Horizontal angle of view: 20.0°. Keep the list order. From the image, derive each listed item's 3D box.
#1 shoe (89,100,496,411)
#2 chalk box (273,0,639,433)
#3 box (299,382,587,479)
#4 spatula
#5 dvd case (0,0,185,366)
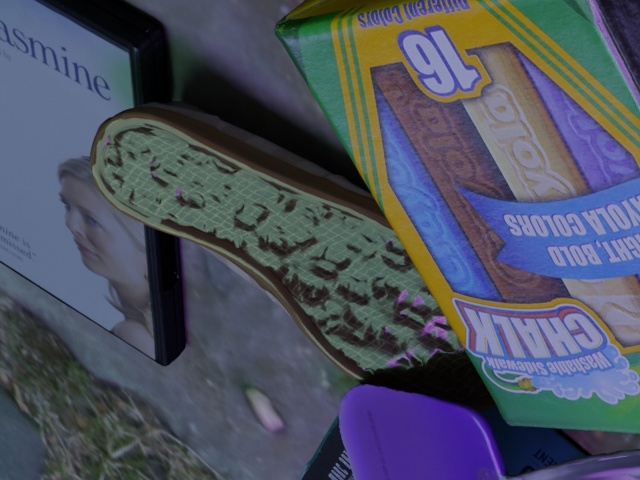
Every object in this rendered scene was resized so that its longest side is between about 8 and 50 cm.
[{"bbox_3d":[0.000,0.000,0.820,0.219,0.058,0.076,33,112,8],"label":"shoe"},{"bbox_3d":[0.113,-0.022,0.580,0.132,0.132,0.213,-2,124,50],"label":"chalk box"},{"bbox_3d":[0.110,0.153,0.857,0.244,0.060,0.100,40,147,9],"label":"box"},{"bbox_3d":[0.133,0.096,0.740,0.296,0.030,0.084,-3,115,30],"label":"spatula"},{"bbox_3d":[-0.150,-0.054,0.955,0.180,0.022,0.253,31,146,22],"label":"dvd case"}]
